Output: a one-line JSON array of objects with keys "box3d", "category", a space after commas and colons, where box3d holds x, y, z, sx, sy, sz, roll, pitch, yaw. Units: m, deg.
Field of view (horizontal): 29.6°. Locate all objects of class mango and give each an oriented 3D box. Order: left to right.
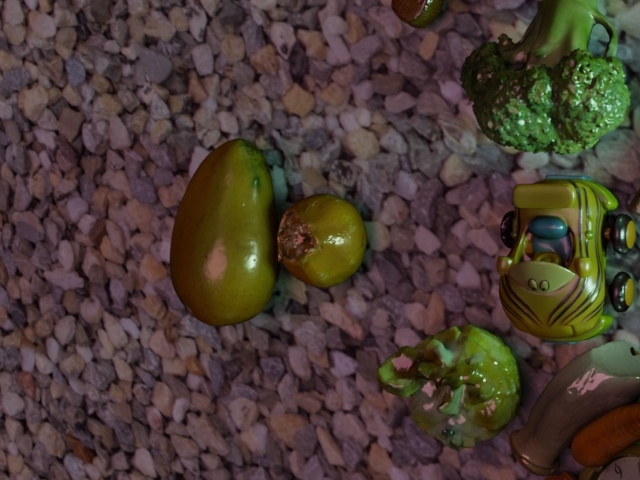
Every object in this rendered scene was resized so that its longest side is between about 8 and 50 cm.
[{"box3d": [-0.159, -0.013, 2.051, 0.211, 0.173, 0.317, 4, 87, 57], "category": "mango"}]

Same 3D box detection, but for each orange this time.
[{"box3d": [0.000, 0.000, 1.974, 0.154, 0.134, 0.155, -1, 87, 26], "category": "orange"}]

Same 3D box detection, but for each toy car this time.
[{"box3d": [0.338, 0.027, 1.742, 0.200, 0.142, 0.248, -2, 88, 34], "category": "toy car"}]

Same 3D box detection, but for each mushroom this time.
[{"box3d": [0.371, 0.234, 1.752, 0.247, 0.108, 0.096, -48, 35, 22], "category": "mushroom"}]

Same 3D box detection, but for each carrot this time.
[{"box3d": [0.410, 0.248, 1.622, 0.271, 0.066, 0.062, 126, 139, -58], "category": "carrot"}]

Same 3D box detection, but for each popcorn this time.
[{"box3d": [0.192, 0.216, 1.817, 0.198, 0.212, 0.198, -41, 39, 44], "category": "popcorn"}]

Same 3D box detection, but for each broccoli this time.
[{"box3d": [0.329, -0.242, 1.759, 0.254, 0.186, 0.302, -26, 34, 34], "category": "broccoli"}]

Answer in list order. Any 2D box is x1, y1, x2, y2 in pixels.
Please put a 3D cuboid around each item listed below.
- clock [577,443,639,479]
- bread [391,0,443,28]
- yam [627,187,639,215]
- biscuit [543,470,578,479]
[{"box3d": [0.454, 0.399, 1.699, 0.237, 0.057, 0.237, 3, 94, 54], "category": "clock"}, {"box3d": [0.157, -0.378, 1.914, 0.085, 0.053, 0.085, -9, 77, 42], "category": "bread"}, {"box3d": [0.522, -0.177, 1.679, 0.327, 0.045, 0.045, -63, 31, 17], "category": "yam"}, {"box3d": [0.355, 0.403, 1.782, 0.102, 0.019, 0.130, 34, 120, 52], "category": "biscuit"}]
